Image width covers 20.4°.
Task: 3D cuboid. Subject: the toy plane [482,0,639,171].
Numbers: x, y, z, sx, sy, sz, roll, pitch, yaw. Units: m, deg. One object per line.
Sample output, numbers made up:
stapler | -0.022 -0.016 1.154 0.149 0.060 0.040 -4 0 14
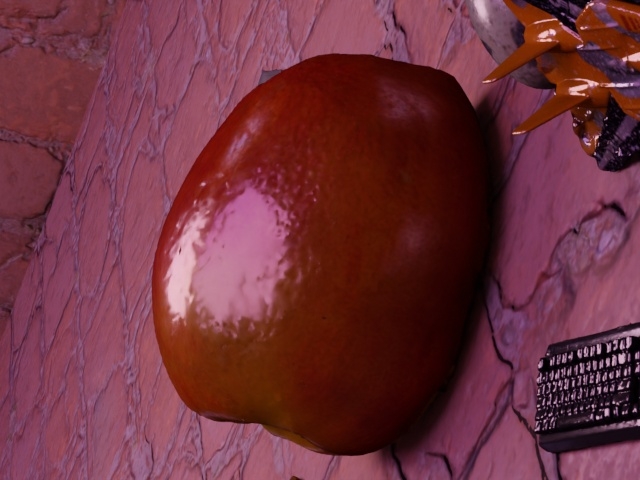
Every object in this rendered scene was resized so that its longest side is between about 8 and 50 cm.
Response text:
toy plane | 0.257 -0.145 1.311 0.103 0.204 0.316 -42 19 -30

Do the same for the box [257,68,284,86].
box | -0.023 -0.069 2.016 0.086 0.129 0.225 -166 90 -72

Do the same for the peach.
peach | 0.000 0.000 1.704 0.306 0.242 0.380 -7 64 54

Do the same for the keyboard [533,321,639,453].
keyboard | 0.224 0.106 1.344 0.230 0.025 0.093 152 127 -65

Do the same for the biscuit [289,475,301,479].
biscuit | -0.038 0.305 1.965 0.082 0.016 0.092 -165 91 -71

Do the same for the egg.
egg | 0.190 -0.215 1.498 0.141 0.141 0.181 147 126 -64
